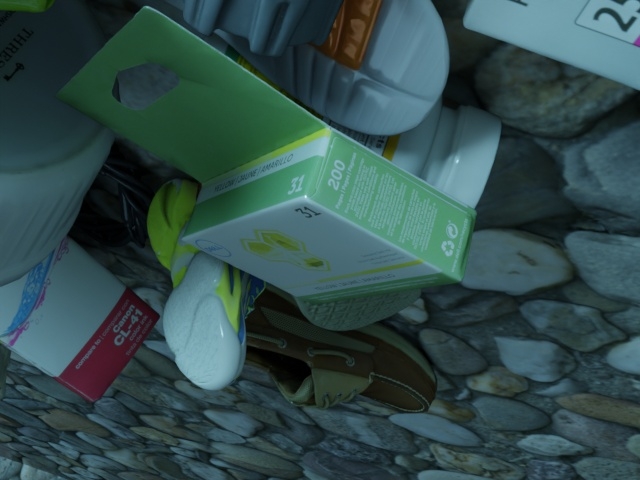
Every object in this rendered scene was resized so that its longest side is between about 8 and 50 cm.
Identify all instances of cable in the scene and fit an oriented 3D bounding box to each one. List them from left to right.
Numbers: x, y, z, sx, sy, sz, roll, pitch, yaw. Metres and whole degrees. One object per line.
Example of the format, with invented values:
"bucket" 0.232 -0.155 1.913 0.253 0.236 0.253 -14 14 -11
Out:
"cable" -0.236 -0.056 0.847 0.150 0.047 0.184 -14 134 36

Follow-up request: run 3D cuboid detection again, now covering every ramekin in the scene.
"ramekin" -0.264 -0.107 0.564 0.273 0.273 0.127 33 135 -26

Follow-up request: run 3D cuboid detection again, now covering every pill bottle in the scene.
"pill bottle" 0.015 -0.081 0.590 0.208 0.117 0.117 18 150 -1

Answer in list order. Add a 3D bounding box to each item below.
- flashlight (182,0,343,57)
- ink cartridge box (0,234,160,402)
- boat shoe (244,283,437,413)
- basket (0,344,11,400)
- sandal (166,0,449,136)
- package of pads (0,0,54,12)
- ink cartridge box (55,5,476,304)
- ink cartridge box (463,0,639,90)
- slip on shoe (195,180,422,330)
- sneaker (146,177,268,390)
"flashlight" 0.016 -0.205 0.324 0.103 0.103 0.304 -15 151 -29
"ink cartridge box" -0.348 0.017 0.871 0.226 0.131 0.306 24 159 39
"boat shoe" -0.010 0.139 0.969 0.324 0.120 0.122 30 148 -21
"basket" -0.549 0.097 1.067 0.289 0.255 0.201 -1 152 -5
"sandal" -0.032 -0.169 0.500 0.265 0.076 0.102 33 124 0
"package of pads" -0.258 -0.170 0.318 0.229 0.101 0.296 19 -166 11
"ink cartridge box" -0.044 -0.034 0.518 0.235 0.056 0.171 27 158 -27
"ink cartridge box" 0.122 -0.207 0.383 0.239 0.060 0.275 18 150 -3
"slip on shoe" 0.000 0.000 0.765 0.123 0.101 0.331 -28 146 19
"sneaker" -0.081 0.039 0.769 0.126 0.240 0.091 19 127 -37
